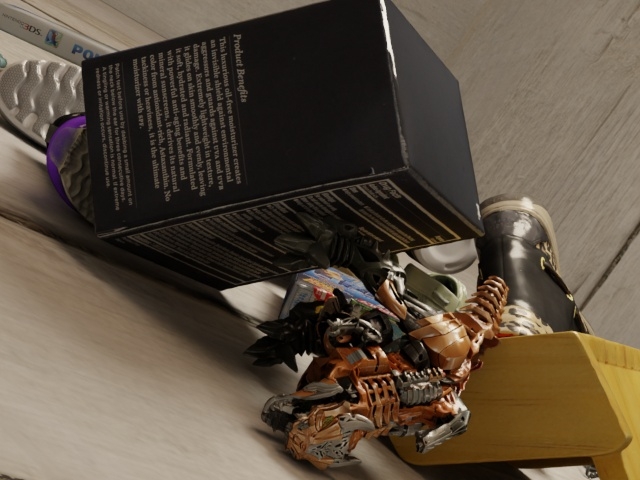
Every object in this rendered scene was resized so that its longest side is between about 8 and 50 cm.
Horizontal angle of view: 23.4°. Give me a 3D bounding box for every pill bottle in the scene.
[{"bbox_3d":[0.155,-0.011,2.097,0.094,0.094,0.169,33,1,-11],"label":"pill bottle"}]

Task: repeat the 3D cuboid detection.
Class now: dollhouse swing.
[{"bbox_3d":[0.235,0.260,1.557,0.315,0.305,0.347,-8,-10,23],"label":"dollhouse swing"}]

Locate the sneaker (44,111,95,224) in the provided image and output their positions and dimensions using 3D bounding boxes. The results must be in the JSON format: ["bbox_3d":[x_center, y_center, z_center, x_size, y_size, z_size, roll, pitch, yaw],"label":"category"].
[{"bbox_3d":[-0.236,-0.084,1.606,0.146,0.102,0.293,29,2,17],"label":"sneaker"}]

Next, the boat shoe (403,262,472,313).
[{"bbox_3d":[0.167,0.094,2.174,0.109,0.094,0.302,37,8,18],"label":"boat shoe"}]

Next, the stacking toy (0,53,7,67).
[{"bbox_3d":[-0.429,-0.227,1.840,0.221,0.052,0.167,38,10,14],"label":"stacking toy"}]

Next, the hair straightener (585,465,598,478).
[{"bbox_3d":[0.390,0.301,2.067,0.089,0.047,0.230,38,13,30],"label":"hair straightener"}]

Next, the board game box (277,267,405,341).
[{"bbox_3d":[0.031,0.084,1.692,0.194,0.060,0.194,24,9,12],"label":"board game box"}]

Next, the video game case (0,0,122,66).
[{"bbox_3d":[-0.219,-0.206,1.963,0.300,0.036,0.329,25,5,15],"label":"video game case"}]

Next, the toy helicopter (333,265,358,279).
[{"bbox_3d":[0.023,0.000,1.902,0.355,0.140,0.235,52,38,7],"label":"toy helicopter"}]

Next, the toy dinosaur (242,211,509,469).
[{"bbox_3d":[0.056,0.100,1.353,0.218,0.164,0.322,35,16,27],"label":"toy dinosaur"}]

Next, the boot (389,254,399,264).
[{"bbox_3d":[0.000,0.000,2.132,0.236,0.089,0.269,30,2,-2],"label":"boot"}]

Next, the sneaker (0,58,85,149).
[{"bbox_3d":[-0.263,-0.119,1.796,0.281,0.105,0.115,25,-22,-34],"label":"sneaker"}]

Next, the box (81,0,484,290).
[{"bbox_3d":[-0.026,-0.085,1.474,0.296,0.294,0.183,31,50,-69],"label":"box"}]

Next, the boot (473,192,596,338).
[{"bbox_3d":[0.272,0.162,1.944,0.284,0.138,0.377,-77,154,-56],"label":"boot"}]
